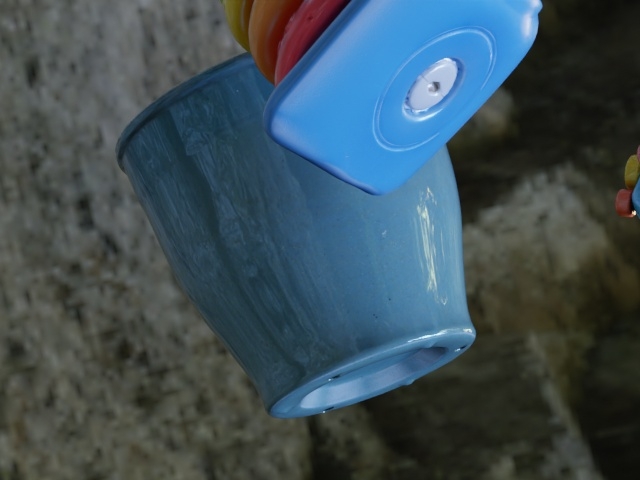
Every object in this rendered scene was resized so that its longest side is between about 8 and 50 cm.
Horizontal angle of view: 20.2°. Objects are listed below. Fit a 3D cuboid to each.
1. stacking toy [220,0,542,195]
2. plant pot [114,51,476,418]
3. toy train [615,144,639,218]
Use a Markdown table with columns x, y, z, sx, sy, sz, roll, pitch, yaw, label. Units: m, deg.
| x | y | z | sx | sy | sz | roll | pitch | yaw | label |
| --- | --- | --- | --- | --- | --- | --- | --- | --- | --- |
| -0.019 | -0.186 | 1.137 | 0.166 | 0.302 | 0.175 | -48 | 149 | 10 | stacking toy |
| 0.000 | 0.000 | 1.483 | 0.272 | 0.255 | 0.271 | -20 | 166 | -5 | plant pot |
| 0.275 | -0.052 | 1.186 | 0.166 | 0.046 | 0.125 | -30 | -137 | -5 | toy train |
